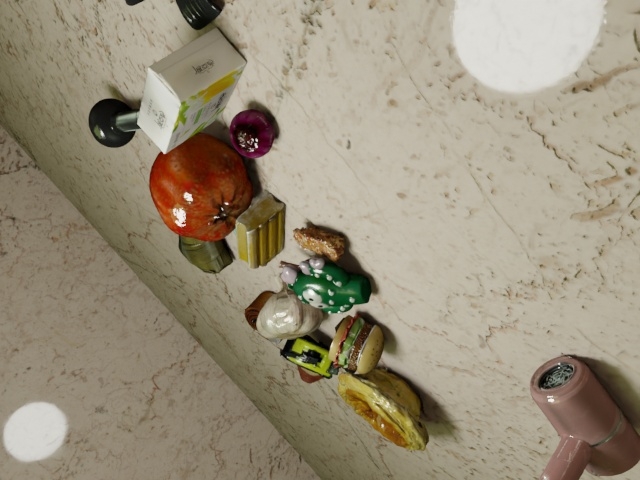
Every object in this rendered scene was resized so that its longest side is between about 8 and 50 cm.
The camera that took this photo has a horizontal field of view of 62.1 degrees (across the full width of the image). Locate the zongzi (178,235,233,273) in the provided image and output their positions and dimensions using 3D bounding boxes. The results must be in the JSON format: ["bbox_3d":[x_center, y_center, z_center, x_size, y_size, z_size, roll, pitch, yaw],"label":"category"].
[{"bbox_3d":[-0.480,-0.030,1.940,0.300,0.138,0.286,23,141,41],"label":"zongzi"}]

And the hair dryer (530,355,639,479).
[{"bbox_3d":[0.444,0.409,0.989,0.210,0.352,0.125,52,151,-8],"label":"hair dryer"}]

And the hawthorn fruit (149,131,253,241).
[{"bbox_3d":[-0.343,-0.166,1.461,0.330,0.287,0.287,47,156,29],"label":"hawthorn fruit"}]

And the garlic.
[{"bbox_3d":[-0.106,0.210,1.727,0.218,0.218,0.212,127,137,-62],"label":"garlic"}]

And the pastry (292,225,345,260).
[{"bbox_3d":[0.001,0.002,1.393,0.169,0.063,0.087,23,147,44],"label":"pastry"}]

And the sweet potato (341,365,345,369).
[{"bbox_3d":[0.073,0.424,1.879,0.026,0.026,0.115,2,127,53],"label":"sweet potato"}]

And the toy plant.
[{"bbox_3d":[0.012,0.125,1.442,0.232,0.113,0.243,37,146,-25],"label":"toy plant"}]

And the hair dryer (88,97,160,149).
[{"bbox_3d":[-0.550,-0.297,1.674,0.320,0.155,0.284,14,128,34],"label":"hair dryer"}]

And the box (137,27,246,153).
[{"bbox_3d":[-0.302,-0.336,1.221,0.111,0.194,0.260,48,153,-2],"label":"box"}]

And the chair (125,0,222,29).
[{"bbox_3d":[-0.323,-0.518,1.069,0.140,0.145,0.221,1,130,54],"label":"chair"}]

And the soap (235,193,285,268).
[{"bbox_3d":[-0.170,-0.011,1.522,0.073,0.140,0.232,40,152,19],"label":"soap"}]

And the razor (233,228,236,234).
[{"bbox_3d":[-0.267,-0.069,1.656,0.278,0.111,0.056,8,123,62],"label":"razor"}]

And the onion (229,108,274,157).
[{"bbox_3d":[-0.163,-0.247,1.245,0.115,0.104,0.115,6,110,17],"label":"onion"}]

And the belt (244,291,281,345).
[{"bbox_3d":[-0.190,0.292,1.987,0.184,0.105,0.261,47,152,-5],"label":"belt"}]

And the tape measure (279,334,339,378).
[{"bbox_3d":[-0.038,0.388,1.832,0.186,0.112,0.199,25,169,-18],"label":"tape measure"}]

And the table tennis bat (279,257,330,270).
[{"bbox_3d":[-0.025,0.057,1.552,0.169,0.119,0.108,14,128,3],"label":"table tennis bat"}]

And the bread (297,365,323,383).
[{"bbox_3d":[-0.045,0.516,2.115,0.119,0.067,0.192,27,147,33],"label":"bread"}]

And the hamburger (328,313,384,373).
[{"bbox_3d":[0.111,0.304,1.525,0.136,0.175,0.175,22,145,19],"label":"hamburger"}]

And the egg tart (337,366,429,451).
[{"bbox_3d":[0.210,0.515,1.678,0.352,0.150,0.352,37,157,19],"label":"egg tart"}]

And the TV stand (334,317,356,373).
[{"bbox_3d":[0.091,0.349,1.730,0.040,0.049,0.256,26,146,31],"label":"TV stand"}]
